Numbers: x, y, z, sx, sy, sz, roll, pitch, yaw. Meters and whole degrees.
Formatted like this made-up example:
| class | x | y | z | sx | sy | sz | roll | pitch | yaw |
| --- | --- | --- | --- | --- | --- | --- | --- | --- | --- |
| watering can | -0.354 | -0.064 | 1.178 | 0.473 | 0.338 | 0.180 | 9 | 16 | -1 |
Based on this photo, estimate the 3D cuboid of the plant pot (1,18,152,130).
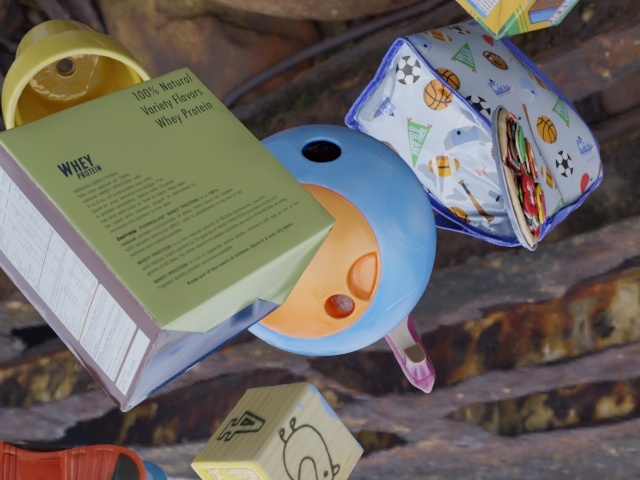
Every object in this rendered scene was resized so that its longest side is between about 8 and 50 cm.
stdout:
| class | x | y | z | sx | sy | sz | roll | pitch | yaw |
| --- | --- | --- | --- | --- | --- | --- | --- | --- | --- |
| plant pot | -0.428 | -0.264 | 1.503 | 0.254 | 0.239 | 0.254 | -14 | 130 | -17 |

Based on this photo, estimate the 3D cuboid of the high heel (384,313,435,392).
| class | x | y | z | sx | sy | sz | roll | pitch | yaw |
| --- | --- | --- | --- | --- | --- | --- | --- | --- | --- |
| high heel | 0.183 | 0.218 | 1.886 | 0.082 | 0.244 | 0.117 | -26 | 132 | -8 |

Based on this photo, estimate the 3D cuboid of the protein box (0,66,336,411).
| class | x | y | z | sx | sy | sz | roll | pitch | yaw |
| --- | --- | --- | --- | --- | --- | --- | --- | --- | --- |
| protein box | -0.139 | -0.009 | 0.730 | 0.201 | 0.200 | 0.136 | 46 | 137 | 13 |

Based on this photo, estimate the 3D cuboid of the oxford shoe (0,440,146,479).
| class | x | y | z | sx | sy | sz | roll | pitch | yaw |
| --- | --- | --- | --- | --- | --- | --- | --- | --- | --- |
| oxford shoe | -0.329 | 0.261 | 0.919 | 0.271 | 0.096 | 0.098 | 8 | 162 | -16 |

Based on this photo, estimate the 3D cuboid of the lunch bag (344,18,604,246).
| class | x | y | z | sx | sy | sz | roll | pitch | yaw |
| --- | --- | --- | --- | --- | --- | --- | --- | --- | --- |
| lunch bag | 0.291 | -0.175 | 1.514 | 0.385 | 0.328 | 0.239 | 45 | 130 | 12 |

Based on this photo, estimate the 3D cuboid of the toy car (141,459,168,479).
| class | x | y | z | sx | sy | sz | roll | pitch | yaw |
| --- | --- | --- | --- | --- | --- | --- | --- | --- | --- |
| toy car | -0.295 | 0.423 | 1.057 | 0.210 | 0.238 | 0.219 | 13 | 117 | -22 |

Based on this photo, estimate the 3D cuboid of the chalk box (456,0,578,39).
| class | x | y | z | sx | sy | sz | roll | pitch | yaw |
| --- | --- | --- | --- | --- | --- | --- | --- | --- | --- |
| chalk box | 0.305 | -0.423 | 1.234 | 0.289 | 0.180 | 0.179 | -23 | 157 | -50 |

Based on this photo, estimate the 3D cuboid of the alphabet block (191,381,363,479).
| class | x | y | z | sx | sy | sz | roll | pitch | yaw |
| --- | --- | --- | --- | --- | --- | --- | --- | --- | --- |
| alphabet block | -0.077 | 0.395 | 1.573 | 0.193 | 0.197 | 0.192 | -18 | 115 | 45 |

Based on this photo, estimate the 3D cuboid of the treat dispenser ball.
| class | x | y | z | sx | sy | sz | roll | pitch | yaw |
| --- | --- | --- | --- | --- | --- | --- | --- | --- | --- |
| treat dispenser ball | 0.000 | 0.000 | 1.083 | 0.288 | 0.288 | 0.288 | 6 | 158 | 2 |

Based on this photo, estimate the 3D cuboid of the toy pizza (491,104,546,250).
| class | x | y | z | sx | sy | sz | roll | pitch | yaw |
| --- | --- | --- | --- | --- | --- | --- | --- | --- | --- |
| toy pizza | 0.272 | -0.086 | 1.159 | 0.032 | 0.201 | 0.201 | -13 | 152 | 23 |
